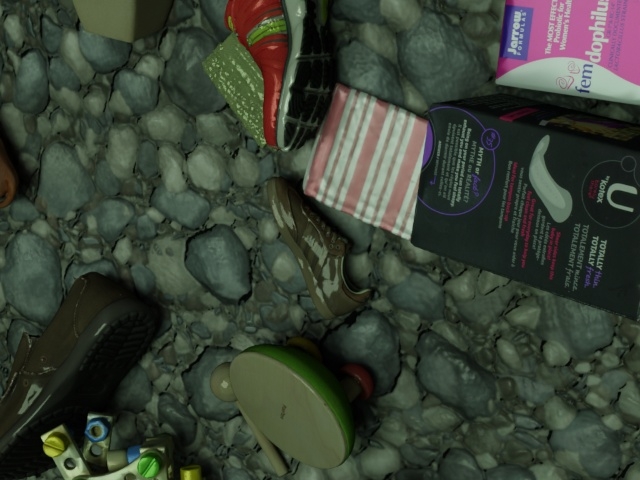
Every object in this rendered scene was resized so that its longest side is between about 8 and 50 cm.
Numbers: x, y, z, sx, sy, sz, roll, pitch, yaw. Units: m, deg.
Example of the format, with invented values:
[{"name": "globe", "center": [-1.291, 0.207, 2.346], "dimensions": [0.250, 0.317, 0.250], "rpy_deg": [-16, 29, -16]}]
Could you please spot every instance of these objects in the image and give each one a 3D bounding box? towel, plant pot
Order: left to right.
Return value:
[{"name": "plant pot", "center": [-0.242, -0.304, 1.455], "dimensions": [0.109, 0.109, 0.096], "rpy_deg": [16, 121, 22]}, {"name": "towel", "center": [-0.071, -0.192, 1.438], "dimensions": [0.110, 0.027, 0.148], "rpy_deg": [-42, 83, 28]}, {"name": "towel", "center": [0.082, -0.087, 1.390], "dimensions": [0.197, 0.029, 0.144], "rpy_deg": [25, 109, 19]}]

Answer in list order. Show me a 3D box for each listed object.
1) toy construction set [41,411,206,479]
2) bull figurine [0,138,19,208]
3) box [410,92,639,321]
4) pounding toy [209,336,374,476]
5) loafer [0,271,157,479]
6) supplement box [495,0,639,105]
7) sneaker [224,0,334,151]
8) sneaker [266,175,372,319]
[{"name": "toy construction set", "center": [-0.250, 0.391, 1.595], "dimensions": [0.215, 0.151, 0.328], "rpy_deg": [-3, 110, 2]}, {"name": "bull figurine", "center": [-0.527, -0.170, 1.625], "dimensions": [0.188, 0.101, 0.310], "rpy_deg": [-28, 87, 32]}, {"name": "box", "center": [0.249, -0.045, 1.221], "dimensions": [0.270, 0.143, 0.165], "rpy_deg": [20, 112, 36]}, {"name": "pounding toy", "center": [-0.021, 0.185, 1.478], "dimensions": [0.183, 0.110, 0.237], "rpy_deg": [51, 148, -5]}, {"name": "loafer", "center": [-0.361, 0.188, 1.630], "dimensions": [0.366, 0.133, 0.130], "rpy_deg": [-48, 56, 17]}, {"name": "supplement box", "center": [0.303, -0.202, 1.206], "dimensions": [0.220, 0.114, 0.111], "rpy_deg": [12, 108, 25]}, {"name": "sneaker", "center": [-0.054, -0.238, 1.369], "dimensions": [0.118, 0.107, 0.279], "rpy_deg": [-2, 85, 23]}, {"name": "sneaker", "center": [0.000, 0.000, 1.439], "dimensions": [0.071, 0.066, 0.188], "rpy_deg": [-23, 97, 12]}]
